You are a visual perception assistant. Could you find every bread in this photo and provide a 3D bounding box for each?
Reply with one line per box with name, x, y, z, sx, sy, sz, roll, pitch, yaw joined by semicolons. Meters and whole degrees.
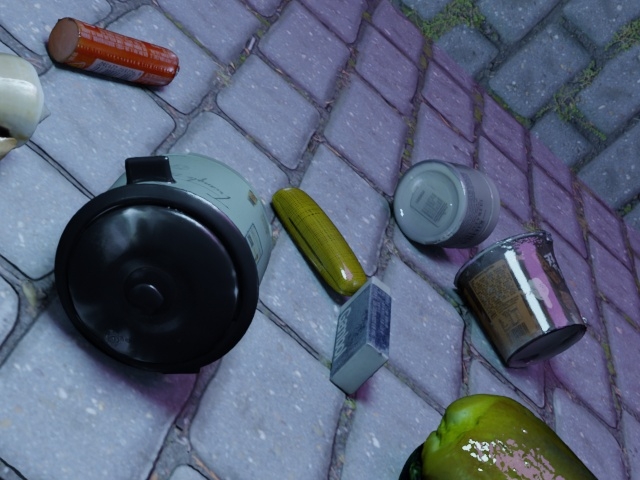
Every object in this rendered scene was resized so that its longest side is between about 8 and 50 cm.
bread;0.287;0.384;1.483;0.376;0.208;0.251;47;47;11

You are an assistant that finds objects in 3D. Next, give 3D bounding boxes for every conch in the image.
conch;-0.458;-0.162;1.331;0.255;0.127;0.158;5;73;-26

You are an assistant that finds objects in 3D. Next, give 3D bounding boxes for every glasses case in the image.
glasses case;0.000;0.000;1.834;0.079;0.064;0.234;1;46;-51

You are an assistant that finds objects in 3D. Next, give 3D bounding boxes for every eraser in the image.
eraser;0.065;0.143;1.686;0.046;0.092;0.212;37;24;-14

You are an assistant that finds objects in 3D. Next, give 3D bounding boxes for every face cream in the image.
face cream;0.258;-0.073;2.222;0.153;0.177;0.177;5;46;-53

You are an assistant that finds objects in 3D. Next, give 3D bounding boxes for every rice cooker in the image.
rice cooker;-0.183;0.025;1.303;0.227;0.241;0.280;-74;162;-67

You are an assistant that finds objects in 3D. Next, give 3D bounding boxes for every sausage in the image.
sausage;-0.322;-0.302;1.780;0.274;0.074;0.074;6;45;-55

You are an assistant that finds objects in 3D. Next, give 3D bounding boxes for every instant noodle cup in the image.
instant noodle cup;0.400;0.122;2.123;0.217;0.217;0.207;13;47;-50
